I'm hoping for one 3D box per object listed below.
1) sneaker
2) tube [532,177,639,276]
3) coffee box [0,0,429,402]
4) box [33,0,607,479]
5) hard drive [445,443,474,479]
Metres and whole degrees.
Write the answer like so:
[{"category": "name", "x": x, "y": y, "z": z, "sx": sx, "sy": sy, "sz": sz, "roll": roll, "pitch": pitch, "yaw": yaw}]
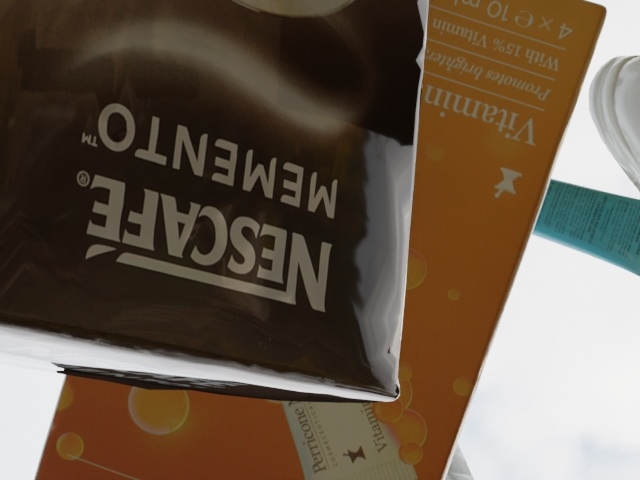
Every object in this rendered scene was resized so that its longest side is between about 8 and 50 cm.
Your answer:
[{"category": "sneaker", "x": 0.261, "y": -0.032, "z": 0.893, "sx": 0.212, "sy": 0.094, "sz": 0.080, "roll": 49, "pitch": -117, "yaw": -24}, {"category": "tube", "x": 0.230, "y": -0.028, "z": 1.325, "sx": 0.207, "sy": 0.052, "sz": 0.080, "roll": 18, "pitch": -103, "yaw": 16}, {"category": "coffee box", "x": -0.058, "y": -0.109, "z": 0.413, "sx": 0.119, "sy": 0.168, "sz": 0.297, "roll": -4, "pitch": -104, "yaw": 43}, {"category": "box", "x": 0.000, "y": 0.000, "z": 0.794, "sx": 0.215, "sy": 0.168, "sz": 0.345, "roll": 18, "pitch": -82, "yaw": 3}, {"category": "hard drive", "x": -0.018, "y": 0.213, "z": 1.212, "sx": 0.353, "sy": 0.047, "sz": 0.233, "roll": 15, "pitch": -156, "yaw": -18}]
